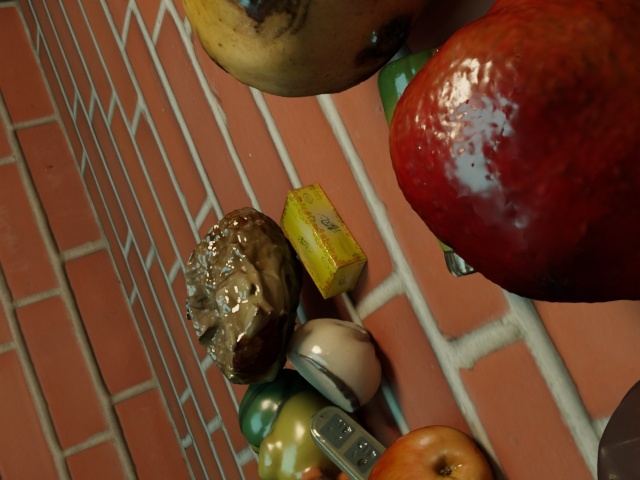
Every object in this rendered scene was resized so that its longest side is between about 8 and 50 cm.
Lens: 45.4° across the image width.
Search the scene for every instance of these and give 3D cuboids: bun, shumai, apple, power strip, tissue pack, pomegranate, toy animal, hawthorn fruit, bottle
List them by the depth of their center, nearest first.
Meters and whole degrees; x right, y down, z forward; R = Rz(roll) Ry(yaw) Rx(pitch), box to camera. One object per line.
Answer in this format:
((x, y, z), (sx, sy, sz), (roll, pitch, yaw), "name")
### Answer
((0.214, -0.063, 0.649), (0.307, 0.265, 0.265), (50, 150, 4), "hawthorn fruit")
((-0.013, -0.314, 0.864), (0.322, 0.322, 0.322), (41, 139, 47), "pomegranate")
((0.151, -0.090, 0.898), (0.112, 0.112, 0.260), (-11, 96, 64), "bottle")
((0.158, 0.356, 1.093), (0.199, 0.199, 0.199), (41, 139, 47), "apple")
((0.088, 0.375, 1.263), (0.286, 0.080, 0.048), (38, 155, 28), "power strip")
((0.031, 0.195, 1.290), (0.173, 0.120, 0.173), (35, 161, 14), "bun")
((0.000, 0.000, 1.301), (0.176, 0.062, 0.095), (57, 150, 26), "tissue pack")
((-0.097, 0.125, 1.326), (0.283, 0.217, 0.346), (-152, 58, -61), "shumai")
((-0.023, 0.364, 1.434), (0.338, 0.216, 0.191), (44, 115, 50), "toy animal")

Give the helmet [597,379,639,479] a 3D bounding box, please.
((0.354, 0.194, 0.610), (0.305, 0.177, 0.225), (-22, 84, 65), "helmet")
